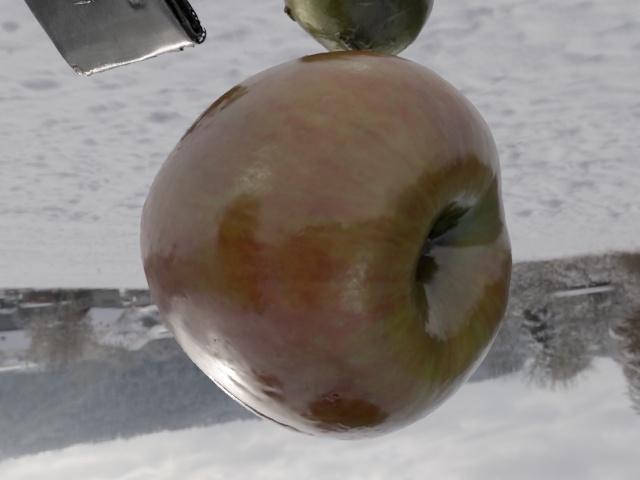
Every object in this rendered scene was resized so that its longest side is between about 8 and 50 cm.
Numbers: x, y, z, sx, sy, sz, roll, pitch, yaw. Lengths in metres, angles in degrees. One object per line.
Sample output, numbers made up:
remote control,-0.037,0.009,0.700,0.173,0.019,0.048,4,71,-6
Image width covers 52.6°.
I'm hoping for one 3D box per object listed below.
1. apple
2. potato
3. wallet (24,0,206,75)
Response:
apple,0.000,0.000,0.461,0.265,0.264,0.264,-7,171,-1
potato,0.039,-0.308,0.729,0.197,0.228,0.149,-37,-143,-21
wallet,-0.295,-0.312,0.873,0.317,0.169,0.044,5,-133,45
